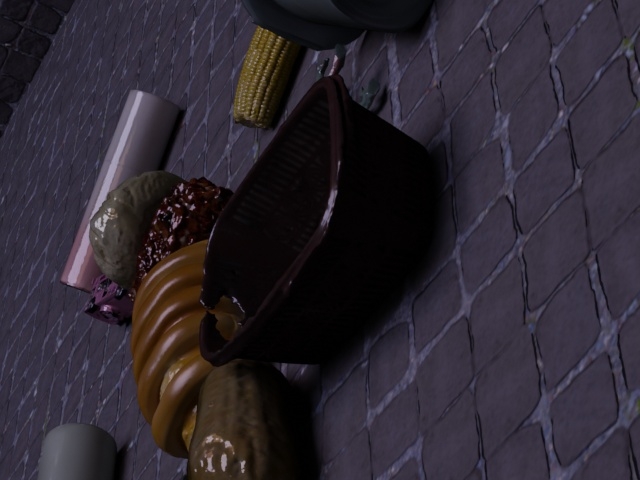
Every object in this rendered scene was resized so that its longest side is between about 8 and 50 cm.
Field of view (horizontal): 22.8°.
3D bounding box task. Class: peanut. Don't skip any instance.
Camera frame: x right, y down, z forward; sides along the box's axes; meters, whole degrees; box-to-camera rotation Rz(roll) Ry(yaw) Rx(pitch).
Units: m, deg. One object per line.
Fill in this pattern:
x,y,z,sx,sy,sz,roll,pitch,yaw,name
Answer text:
-0.076,0.196,1.586,0.110,0.120,0.236,-37,21,16,peanut

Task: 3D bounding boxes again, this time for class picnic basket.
0.000,0.000,1.559,0.297,0.129,0.222,-51,28,41,picnic basket

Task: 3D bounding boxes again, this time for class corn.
-0.067,-0.226,2.065,0.085,0.063,0.165,12,82,46,corn

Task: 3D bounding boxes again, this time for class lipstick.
-0.316,-0.072,2.510,0.087,0.087,0.327,5,75,69,lipstick

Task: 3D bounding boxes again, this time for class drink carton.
0.034,-0.302,1.747,0.189,0.185,0.191,23,90,59,drink carton

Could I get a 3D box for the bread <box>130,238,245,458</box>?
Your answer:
-0.149,0.122,1.830,0.173,0.121,0.311,-59,23,21,bread

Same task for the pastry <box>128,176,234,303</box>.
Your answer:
-0.170,0.018,2.017,0.097,0.115,0.208,-116,44,-71,pastry

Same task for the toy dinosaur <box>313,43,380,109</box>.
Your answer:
0.013,-0.127,1.767,0.242,0.053,0.167,-106,36,-59,toy dinosaur

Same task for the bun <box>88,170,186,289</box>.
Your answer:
-0.241,-0.017,2.121,0.188,0.111,0.164,-29,-40,-53,bun

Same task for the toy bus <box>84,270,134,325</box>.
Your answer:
-0.280,0.067,2.313,0.203,0.063,0.090,-28,41,58,toy bus

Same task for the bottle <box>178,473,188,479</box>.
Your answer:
-0.175,0.370,1.709,0.096,0.079,0.254,46,115,42,bottle

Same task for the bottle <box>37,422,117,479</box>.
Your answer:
-0.327,0.361,2.068,0.104,0.104,0.245,-51,26,39,bottle
